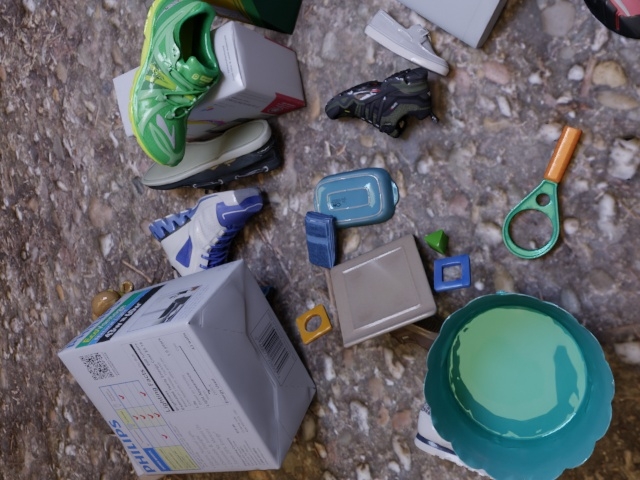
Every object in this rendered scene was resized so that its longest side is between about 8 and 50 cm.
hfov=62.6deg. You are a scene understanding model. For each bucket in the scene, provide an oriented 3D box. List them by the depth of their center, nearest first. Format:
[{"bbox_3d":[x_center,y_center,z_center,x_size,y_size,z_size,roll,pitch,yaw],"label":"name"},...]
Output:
[{"bbox_3d":[0.312,0.221,0.845,0.281,0.183,0.281,-2,84,21],"label":"bucket"}]

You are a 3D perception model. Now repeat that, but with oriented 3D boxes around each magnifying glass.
[{"bbox_3d":[0.381,-0.078,0.892,0.092,0.026,0.230,24,105,24],"label":"magnifying glass"}]

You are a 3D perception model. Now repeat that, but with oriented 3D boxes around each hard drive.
[{"bbox_3d":[0.192,-0.497,0.895,0.307,0.040,0.203,40,137,18],"label":"hard drive"}]

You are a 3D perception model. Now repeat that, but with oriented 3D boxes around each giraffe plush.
[{"bbox_3d":[-0.504,0.186,1.329,0.170,0.181,0.210,45,148,27],"label":"giraffe plush"}]

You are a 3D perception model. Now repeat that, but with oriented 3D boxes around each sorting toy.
[{"bbox_3d":[0.114,0.097,0.984,0.348,0.047,0.196,-24,45,17],"label":"sorting toy"}]

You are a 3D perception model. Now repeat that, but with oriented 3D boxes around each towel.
[{"bbox_3d":[0.000,0.000,1.074,0.067,0.029,0.119,13,124,28],"label":"towel"}]

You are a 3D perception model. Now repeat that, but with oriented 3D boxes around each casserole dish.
[{"bbox_3d":[0.062,-0.083,1.053,0.188,0.037,0.114,-7,92,29],"label":"casserole dish"}]

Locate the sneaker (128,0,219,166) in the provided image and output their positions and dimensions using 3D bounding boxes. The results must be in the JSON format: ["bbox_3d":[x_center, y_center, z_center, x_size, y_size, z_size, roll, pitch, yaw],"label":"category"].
[{"bbox_3d":[-0.245,-0.270,0.896,0.124,0.109,0.295,16,103,29],"label":"sneaker"}]

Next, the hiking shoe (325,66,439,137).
[{"bbox_3d":[0.105,-0.238,0.981,0.227,0.086,0.114,-3,115,43],"label":"hiking shoe"}]

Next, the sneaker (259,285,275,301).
[{"bbox_3d":[-0.177,0.114,1.185,0.162,0.063,0.073,-9,88,28],"label":"sneaker"}]

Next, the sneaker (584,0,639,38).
[{"bbox_3d":[0.431,-0.453,0.775,0.136,0.116,0.313,-29,82,26],"label":"sneaker"}]

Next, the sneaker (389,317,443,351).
[{"bbox_3d":[0.148,0.165,1.019,0.188,0.066,0.071,24,122,31],"label":"sneaker"}]

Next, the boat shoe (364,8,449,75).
[{"bbox_3d":[0.165,-0.363,0.958,0.184,0.066,0.063,42,114,28],"label":"boat shoe"}]

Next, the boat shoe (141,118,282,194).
[{"bbox_3d":[-0.237,-0.159,1.162,0.340,0.113,0.127,-18,44,20],"label":"boat shoe"}]

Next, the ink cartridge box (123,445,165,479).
[{"bbox_3d":[-0.416,0.471,1.334,0.193,0.088,0.234,-36,79,25],"label":"ink cartridge box"}]

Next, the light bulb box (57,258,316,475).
[{"bbox_3d":[-0.265,0.275,1.096,0.361,0.225,0.357,-16,111,28],"label":"light bulb box"}]

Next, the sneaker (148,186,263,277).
[{"bbox_3d":[-0.239,0.002,1.181,0.316,0.127,0.182,-20,90,35],"label":"sneaker"}]

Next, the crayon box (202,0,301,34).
[{"bbox_3d":[-0.267,-0.524,1.019,0.363,0.313,0.106,24,106,24],"label":"crayon box"}]

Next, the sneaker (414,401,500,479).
[{"bbox_3d":[0.290,0.365,0.959,0.235,0.090,0.094,13,86,23],"label":"sneaker"}]

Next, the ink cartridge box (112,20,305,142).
[{"bbox_3d":[-0.220,-0.303,1.070,0.306,0.226,0.131,-13,89,29],"label":"ink cartridge box"}]
